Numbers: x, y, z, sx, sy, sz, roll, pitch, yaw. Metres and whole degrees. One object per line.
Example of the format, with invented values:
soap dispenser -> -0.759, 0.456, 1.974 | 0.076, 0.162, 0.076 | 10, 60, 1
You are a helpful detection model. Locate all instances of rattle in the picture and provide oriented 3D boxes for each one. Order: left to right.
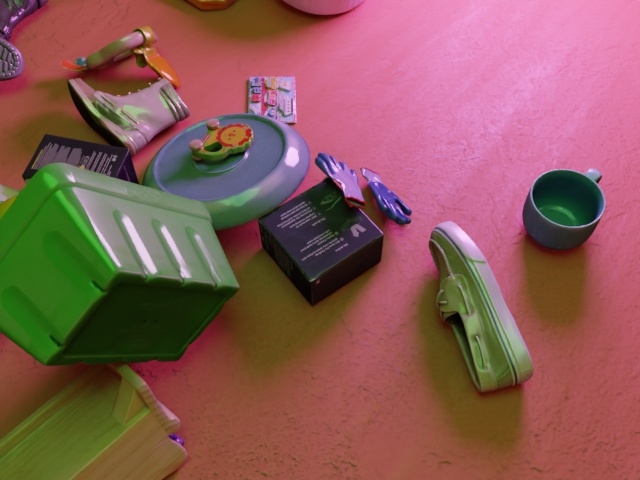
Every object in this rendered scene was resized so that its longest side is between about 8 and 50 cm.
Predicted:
rattle -> -0.412, -0.348, 1.579 | 0.200, 0.143, 0.130 | -28, 28, 0

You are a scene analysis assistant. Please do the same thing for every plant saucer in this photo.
plant saucer -> -0.178, -0.141, 1.387 | 0.317, 0.043, 0.317 | -8, 43, 7

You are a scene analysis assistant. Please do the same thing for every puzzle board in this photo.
puzzle board -> -0.099, -0.288, 1.555 | 0.096, 0.011, 0.128 | -2, 58, -1

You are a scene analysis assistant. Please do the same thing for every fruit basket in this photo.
fruit basket -> -0.359, 0.011, 1.133 | 0.283, 0.392, 0.392 | -49, 65, 12

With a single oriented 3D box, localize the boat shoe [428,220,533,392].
boat shoe -> 0.241, 0.103, 1.252 | 0.094, 0.109, 0.302 | -19, 62, -10

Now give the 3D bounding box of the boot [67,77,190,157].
boot -> -0.379, -0.274, 1.504 | 0.165, 0.077, 0.213 | -39, 71, -22

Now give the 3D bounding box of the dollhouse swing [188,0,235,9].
dollhouse swing -> -0.280, -0.745, 1.701 | 0.305, 0.315, 0.347 | 29, 60, 29

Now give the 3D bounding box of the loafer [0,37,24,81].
loafer -> -0.722, -0.375, 1.543 | 0.251, 0.087, 0.094 | 10, 90, -5

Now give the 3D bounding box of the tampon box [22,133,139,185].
tampon box -> -0.424, -0.103, 1.366 | 0.161, 0.120, 0.101 | 11, 57, 7

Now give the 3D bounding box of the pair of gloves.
pair of gloves -> 0.079, -0.091, 1.364 | 0.198, 0.023, 0.159 | 20, 29, -35

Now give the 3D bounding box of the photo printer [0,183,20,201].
photo printer -> -0.627, 0.028, 1.287 | 0.256, 0.107, 0.307 | 10, 57, 5

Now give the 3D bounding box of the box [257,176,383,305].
box -> 0.000, 0.000, 1.321 | 0.156, 0.093, 0.158 | -32, 62, -18

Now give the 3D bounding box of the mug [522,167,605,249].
mug -> 0.439, -0.050, 1.356 | 0.158, 0.097, 0.129 | -10, 57, -8

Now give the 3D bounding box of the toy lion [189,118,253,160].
toy lion -> -0.173, -0.178, 1.374 | 0.096, 0.034, 0.100 | 16, 51, 19

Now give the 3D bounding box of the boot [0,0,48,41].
boot -> -0.743, -0.503, 1.638 | 0.263, 0.091, 0.229 | 23, 59, 11

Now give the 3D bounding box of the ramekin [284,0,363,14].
ramekin -> 0.004, -0.632, 1.685 | 0.277, 0.135, 0.277 | 4, 62, -7

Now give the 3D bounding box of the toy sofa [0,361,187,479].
toy sofa -> -0.382, 0.338, 1.087 | 0.362, 0.177, 0.150 | -41, 42, -23
